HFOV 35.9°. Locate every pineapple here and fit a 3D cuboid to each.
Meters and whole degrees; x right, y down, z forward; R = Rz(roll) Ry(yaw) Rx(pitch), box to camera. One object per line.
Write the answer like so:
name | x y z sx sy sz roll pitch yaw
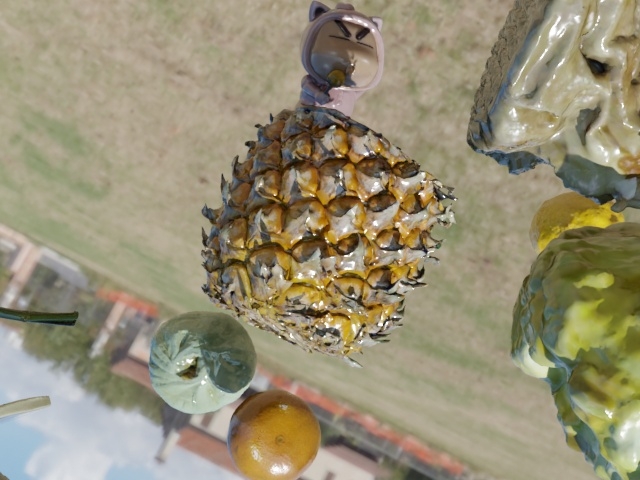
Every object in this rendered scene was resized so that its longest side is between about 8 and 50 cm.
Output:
pineapple | 0.001 0.002 1.409 0.352 0.300 0.352 23 167 6

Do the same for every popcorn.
popcorn | 0.361 0.104 1.031 0.334 0.292 0.294 51 177 39

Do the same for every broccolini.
broccolini | -0.359 0.072 1.037 0.218 0.044 0.042 7 157 -43

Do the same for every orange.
orange | -0.078 0.323 1.623 0.156 0.156 0.124 29 166 -7

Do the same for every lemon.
lemon | 0.353 -0.011 1.374 0.114 0.114 0.155 33 158 -28

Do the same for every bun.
bun | -0.212 0.218 1.759 0.195 0.196 0.118 27 180 0

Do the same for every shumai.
shumai | 0.312 -0.169 1.052 0.262 0.267 0.314 24 -176 -3

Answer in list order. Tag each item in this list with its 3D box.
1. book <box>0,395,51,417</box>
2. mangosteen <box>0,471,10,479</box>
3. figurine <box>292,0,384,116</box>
book | -0.623 0.316 1.644 0.268 0.032 0.389 -16 175 -4
mangosteen | -0.267 0.370 0.737 0.421 0.381 0.381 27 171 -6
figurine | 0.031 -0.275 1.745 0.176 0.288 0.186 19 -178 -23
